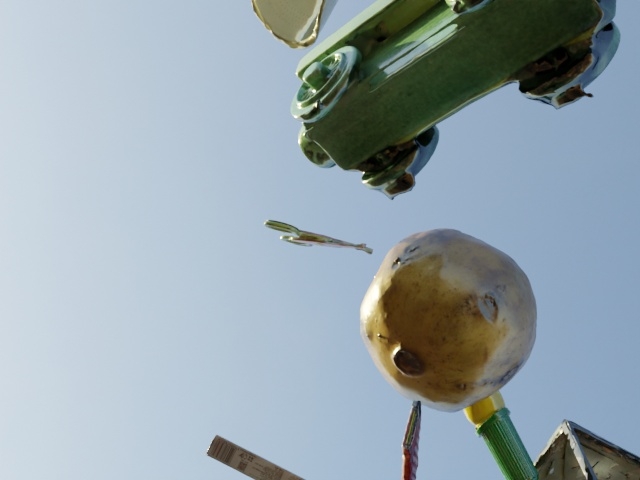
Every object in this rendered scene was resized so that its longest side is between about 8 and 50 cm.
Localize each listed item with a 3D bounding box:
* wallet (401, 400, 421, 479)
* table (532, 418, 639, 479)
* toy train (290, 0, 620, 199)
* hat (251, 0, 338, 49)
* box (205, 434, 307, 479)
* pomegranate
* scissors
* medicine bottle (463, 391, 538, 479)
[{"bbox_3d":[0.123,0.330,1.264,0.020,0.103,0.197,6,-62,10],"label":"wallet"},{"bbox_3d":[0.534,0.532,1.592,0.335,0.272,0.222,27,-70,-11],"label":"table"},{"bbox_3d":[0.115,-0.195,0.812,0.150,0.237,0.369,35,-40,-26],"label":"toy train"},{"bbox_3d":[0.051,-0.385,1.262,0.168,0.302,0.257,32,-12,-32],"label":"hat"},{"bbox_3d":[-0.090,0.397,1.562,0.218,0.040,0.055,27,-14,0],"label":"box"},{"bbox_3d":[0.196,0.123,1.415,0.281,0.281,0.281,18,-59,34],"label":"pomegranate"},{"bbox_3d":[0.000,0.000,1.621,0.187,0.133,0.020,10,-101,21],"label":"scissors"},{"bbox_3d":[0.290,0.296,1.628,0.111,0.076,0.309,80,-13,-64],"label":"medicine bottle"}]
